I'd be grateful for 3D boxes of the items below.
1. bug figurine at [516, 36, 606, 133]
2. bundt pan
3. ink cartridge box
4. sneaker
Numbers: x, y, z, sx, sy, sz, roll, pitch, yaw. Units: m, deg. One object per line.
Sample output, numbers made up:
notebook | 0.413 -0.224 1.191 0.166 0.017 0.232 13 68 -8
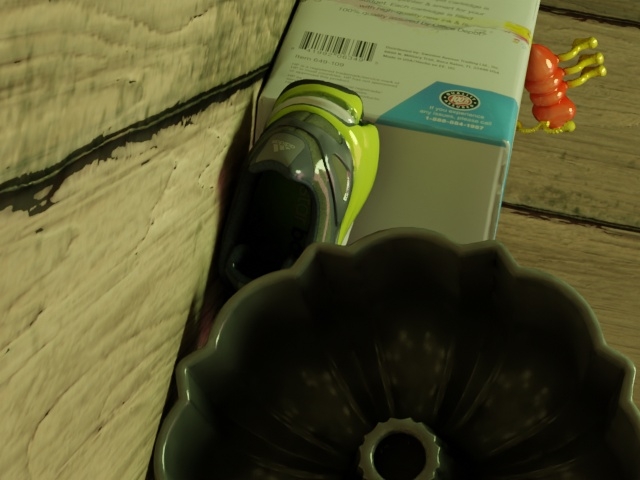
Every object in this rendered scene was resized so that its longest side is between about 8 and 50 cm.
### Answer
bug figurine | 0.115 -0.180 1.667 0.072 0.279 0.216 -51 127 -39
bundt pan | 0.060 0.165 1.211 0.124 0.330 0.331 72 29 -65
ink cartridge box | 0.065 -0.097 1.497 0.270 0.198 0.197 -71 170 -51
sneaker | -0.036 0.034 1.333 0.121 0.111 0.300 -44 143 -57
